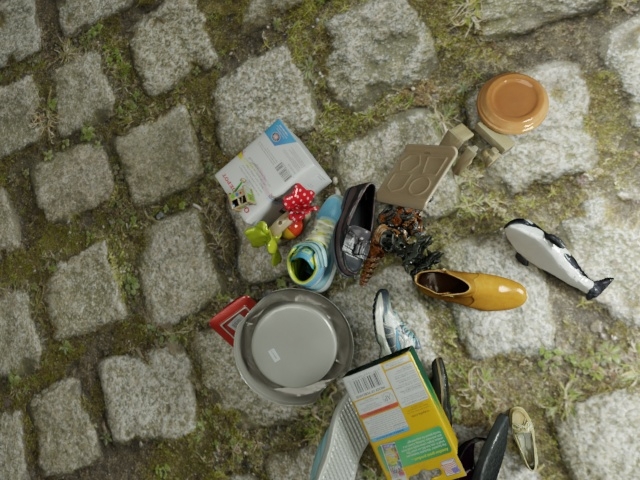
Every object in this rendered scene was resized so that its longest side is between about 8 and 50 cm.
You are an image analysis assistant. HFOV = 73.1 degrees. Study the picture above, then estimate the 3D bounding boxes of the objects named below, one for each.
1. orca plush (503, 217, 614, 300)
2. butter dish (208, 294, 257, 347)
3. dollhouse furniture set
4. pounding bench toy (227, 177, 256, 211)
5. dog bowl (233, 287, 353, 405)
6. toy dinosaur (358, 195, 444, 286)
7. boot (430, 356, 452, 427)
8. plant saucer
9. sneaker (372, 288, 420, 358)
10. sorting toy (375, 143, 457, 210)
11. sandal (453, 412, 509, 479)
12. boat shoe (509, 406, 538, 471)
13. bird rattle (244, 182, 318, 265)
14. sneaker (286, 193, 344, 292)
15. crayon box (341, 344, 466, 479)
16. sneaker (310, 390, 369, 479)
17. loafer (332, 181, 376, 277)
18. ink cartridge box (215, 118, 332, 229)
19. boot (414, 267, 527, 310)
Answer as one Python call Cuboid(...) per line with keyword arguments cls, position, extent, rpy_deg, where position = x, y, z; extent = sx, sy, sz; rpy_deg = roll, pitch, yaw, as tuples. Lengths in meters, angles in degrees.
Cuboid(cls="orca plush", position=(0.632, 0.022, 1.147), extent=(0.287, 0.151, 0.102), rpy_deg=(33, 61, 22))
Cuboid(cls="butter dish", position=(-0.252, 0.244, 1.391), extent=(0.160, 0.118, 0.160), rpy_deg=(-36, 117, 5))
Cuboid(cls="dollhouse furniture set", position=(0.451, -0.266, 1.281), extent=(0.151, 0.123, 0.144), rpy_deg=(-31, 71, -25))
Cuboid(cls="pounding bench toy", position=(-0.237, -0.134, 1.259), extent=(0.065, 0.052, 0.084), rpy_deg=(-22, 78, 15))
Cuboid(cls="dog bowl", position=(-0.076, 0.303, 1.280), extent=(0.348, 0.102, 0.350), rpy_deg=(0, 95, 3))
Cuboid(cls="toy dinosaur", position=(0.233, 0.002, 1.273), extent=(0.218, 0.164, 0.322), rpy_deg=(39, 112, 36))
Cuboid(cls="boot", position=(0.289, 0.431, 1.210), extent=(0.136, 0.076, 0.198), rpy_deg=(-6, 82, 22))
Cuboid(cls="plant saucer", position=(0.555, -0.401, 1.242), extent=(0.199, 0.037, 0.200), rpy_deg=(-2, 74, 7))
Cuboid(cls="sneaker", position=(0.220, 0.277, 1.251), extent=(0.122, 0.110, 0.284), rpy_deg=(-9, 87, 4))
Cuboid(cls="sorting toy", position=(0.281, -0.187, 1.266), extent=(0.192, 0.038, 0.208), rpy_deg=(19, 74, 49))
Cuboid(cls="sandal", position=(0.369, 0.649, 1.114), extent=(0.106, 0.167, 0.446), rpy_deg=(20, 88, 37))
Cuboid(cls="boat shoe", position=(0.535, 0.518, 1.131), extent=(0.056, 0.048, 0.153), rpy_deg=(-9, 80, 16))
Cuboid(cls="bird rattle", position=(-0.104, -0.057, 1.331), extent=(0.143, 0.207, 0.254), rpy_deg=(40, 97, 13))
Cuboid(cls="sneaker", position=(0.000, 0.000, 1.291), extent=(0.126, 0.208, 0.320), rpy_deg=(13, 86, 20))
Cuboid(cls="crayon box", position=(0.217, 0.469, 1.135), extent=(0.203, 0.083, 0.323), rpy_deg=(-27, 80, 17))
Cuboid(cls="sneaker", position=(0.059, 0.561, 1.238), extent=(0.135, 0.150, 0.366), rpy_deg=(33, 68, -9))
Cuboid(cls="loafer", position=(0.107, -0.042, 1.270), extent=(0.095, 0.109, 0.303), rpy_deg=(-27, 47, 50))
Cuboid(cls="ink cartridge box", position=(-0.146, -0.196, 1.370), extent=(0.270, 0.197, 0.198), rpy_deg=(-38, 74, 10))
Cuboid(cls="boot", position=(0.401, 0.132, 1.143), extent=(0.294, 0.211, 0.104), rpy_deg=(6, 85, 18))
